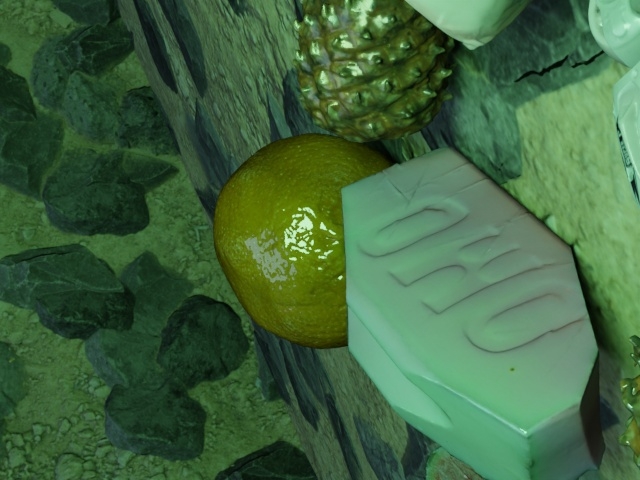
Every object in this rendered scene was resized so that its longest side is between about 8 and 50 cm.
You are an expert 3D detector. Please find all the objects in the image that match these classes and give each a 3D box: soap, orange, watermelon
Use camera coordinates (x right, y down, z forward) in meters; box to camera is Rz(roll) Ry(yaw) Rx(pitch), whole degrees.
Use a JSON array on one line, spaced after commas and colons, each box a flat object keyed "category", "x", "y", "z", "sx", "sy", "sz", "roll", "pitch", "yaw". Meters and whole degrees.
[{"category": "soap", "x": 0.127, "y": 0.062, "z": 0.792, "sx": 0.324, "sy": 0.192, "sz": 0.109, "roll": 52, "pitch": 159, "yaw": 44}, {"category": "orange", "x": 0.000, "y": 0.000, "z": 1.056, "sx": 0.264, "sy": 0.264, "sz": 0.264, "roll": 59, "pitch": 163, "yaw": 29}, {"category": "watermelon", "x": 0.206, "y": 0.307, "z": 1.148, "sx": 0.139, "sy": 0.071, "sz": 0.187, "roll": 54, "pitch": 154, "yaw": 20}]

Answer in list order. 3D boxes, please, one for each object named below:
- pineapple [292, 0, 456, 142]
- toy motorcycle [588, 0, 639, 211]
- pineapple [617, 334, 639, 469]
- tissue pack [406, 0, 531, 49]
[{"category": "pineapple", "x": 0.050, "y": -0.238, "z": 0.765, "sx": 0.170, "sy": 0.141, "sz": 0.310, "roll": 31, "pitch": 135, "yaw": 41}, {"category": "toy motorcycle", "x": 0.201, "y": -0.054, "z": 0.471, "sx": 0.112, "sy": 0.112, "sz": 0.254, "roll": 86, "pitch": 171, "yaw": -52}, {"category": "pineapple", "x": 0.233, "y": 0.101, "z": 0.468, "sx": 0.166, "sy": 0.166, "sz": 0.193, "roll": 69, "pitch": -158, "yaw": -8}, {"category": "tissue pack", "x": 0.082, "y": -0.267, "z": 0.521, "sx": 0.201, "sy": 0.124, "sz": 0.271, "roll": 44, "pitch": 159, "yaw": 10}]
